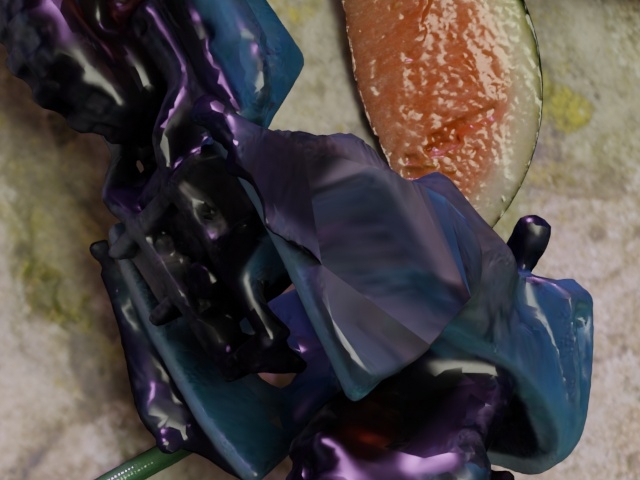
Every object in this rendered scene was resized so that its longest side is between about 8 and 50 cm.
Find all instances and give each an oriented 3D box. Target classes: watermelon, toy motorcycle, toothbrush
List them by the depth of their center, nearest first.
[{"bbox_3d":[-0.119,0.133,0.818,0.257,0.018,0.024,-25,87,-32],"label":"toothbrush"},{"bbox_3d":[0.000,0.000,0.830,0.232,0.172,0.416,-21,71,-45],"label":"toy motorcycle"},{"bbox_3d":[0.073,-0.117,0.967,0.119,0.063,0.245,-21,96,-14],"label":"watermelon"}]
